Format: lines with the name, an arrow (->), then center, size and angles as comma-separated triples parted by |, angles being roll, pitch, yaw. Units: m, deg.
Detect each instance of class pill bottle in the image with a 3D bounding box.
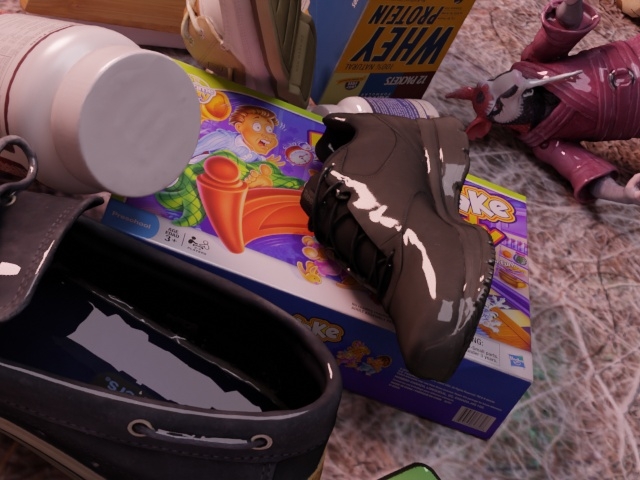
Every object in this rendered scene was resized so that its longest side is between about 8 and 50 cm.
pill bottle -> 0.050, -0.102, 1.156 | 0.120, 0.067, 0.067 | -2, 47, -32
pill bottle -> -0.192, -0.100, 0.895 | 0.121, 0.121, 0.221 | -14, 22, -40

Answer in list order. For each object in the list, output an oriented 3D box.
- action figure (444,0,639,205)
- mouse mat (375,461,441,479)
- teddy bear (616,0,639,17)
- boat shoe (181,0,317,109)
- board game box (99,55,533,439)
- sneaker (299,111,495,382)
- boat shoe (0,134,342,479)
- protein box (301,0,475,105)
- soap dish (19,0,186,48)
action figure -> 0.311, -0.170, 1.291 | 0.370, 0.248, 0.276 | -5, 9, -3
mouse mat -> 0.078, 0.246, 0.838 | 0.152, 0.007, 0.190 | -15, 54, -41
teddy bear -> 0.513, -0.272, 1.607 | 0.338, 0.113, 0.245 | 33, 45, -6
boat shoe -> -0.068, -0.186, 1.047 | 0.103, 0.302, 0.113 | 8, 75, 6
board game box -> 0.000, 0.000, 1.005 | 0.347, 0.078, 0.233 | 20, 39, -10
sneaker -> 0.050, -0.003, 0.909 | 0.130, 0.109, 0.286 | 11, 33, -11
boat shoe -> -0.207, 0.028, 0.778 | 0.500, 0.156, 0.187 | 28, 41, -4
protein box -> 0.041, -0.276, 1.236 | 0.136, 0.200, 0.201 | -7, 51, -35
soap dish -> -0.200, -0.322, 1.210 | 0.229, 0.118, 0.291 | 2, 47, -29
